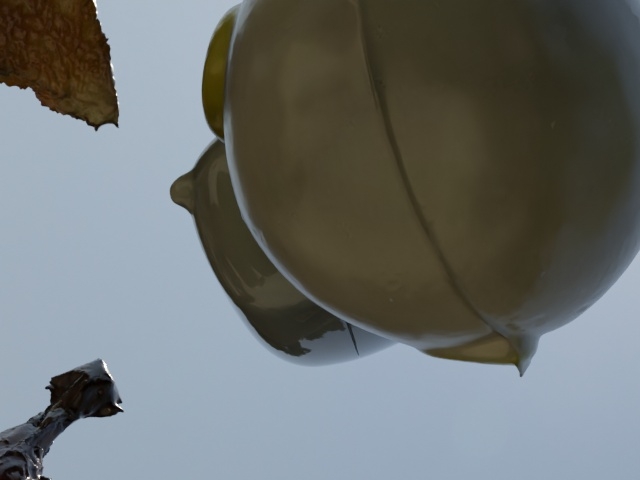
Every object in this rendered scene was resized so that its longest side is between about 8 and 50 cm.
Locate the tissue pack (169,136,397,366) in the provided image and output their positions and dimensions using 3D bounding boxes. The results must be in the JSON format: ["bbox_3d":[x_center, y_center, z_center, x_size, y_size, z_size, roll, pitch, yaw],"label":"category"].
[{"bbox_3d":[0.000,0.000,1.135,0.236,0.333,0.229,-20,-108,0],"label":"tissue pack"}]

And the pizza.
[{"bbox_3d":[-0.279,-0.203,1.076,0.147,0.226,0.069,-70,-160,3],"label":"pizza"}]

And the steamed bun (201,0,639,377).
[{"bbox_3d":[0.089,-0.095,0.809,0.334,0.374,0.333,9,-54,13],"label":"steamed bun"}]

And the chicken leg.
[{"bbox_3d":[-0.302,0.211,1.143,0.113,0.304,0.093,20,-51,15],"label":"chicken leg"}]
